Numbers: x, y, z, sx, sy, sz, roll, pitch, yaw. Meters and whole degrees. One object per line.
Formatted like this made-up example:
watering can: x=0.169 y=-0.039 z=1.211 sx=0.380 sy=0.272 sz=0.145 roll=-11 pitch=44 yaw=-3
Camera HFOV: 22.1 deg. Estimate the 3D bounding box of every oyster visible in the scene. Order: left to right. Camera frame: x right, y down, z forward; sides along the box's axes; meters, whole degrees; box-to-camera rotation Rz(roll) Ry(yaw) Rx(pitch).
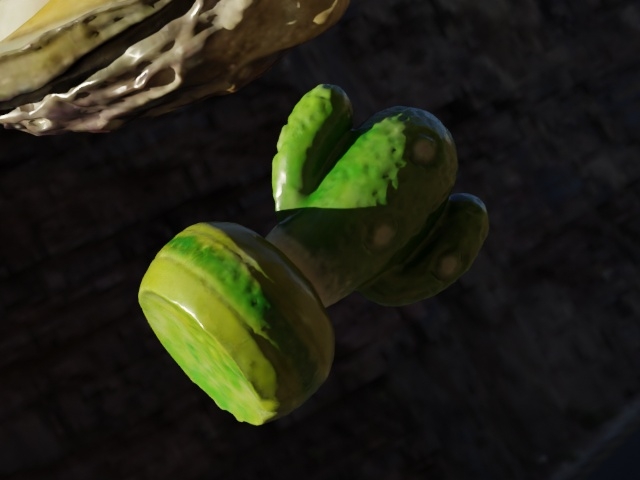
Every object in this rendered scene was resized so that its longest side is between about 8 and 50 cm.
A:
oyster: x=-0.111 y=-0.108 z=0.759 sx=0.275 sy=0.100 sz=0.271 roll=-45 pitch=40 yaw=-9

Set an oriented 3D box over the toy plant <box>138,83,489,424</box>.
toy plant: x=0.000 y=0.000 z=1.474 sx=0.316 sy=0.224 sz=0.184 roll=-41 pitch=14 yaw=-20
